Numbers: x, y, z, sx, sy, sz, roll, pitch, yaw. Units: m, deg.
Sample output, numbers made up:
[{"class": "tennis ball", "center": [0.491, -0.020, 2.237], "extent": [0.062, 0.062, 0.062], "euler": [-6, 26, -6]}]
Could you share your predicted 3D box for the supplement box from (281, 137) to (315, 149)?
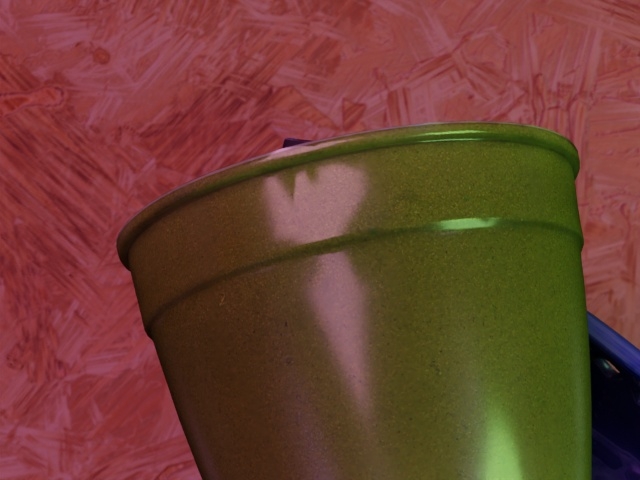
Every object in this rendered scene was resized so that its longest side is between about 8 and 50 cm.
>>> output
[{"class": "supplement box", "center": [0.000, 0.000, 1.831], "extent": [0.104, 0.081, 0.188], "euler": [7, 70, 24]}]

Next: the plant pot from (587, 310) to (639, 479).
[{"class": "plant pot", "center": [0.221, 0.217, 1.573], "extent": [0.236, 0.212, 0.236], "euler": [38, 84, 31]}]

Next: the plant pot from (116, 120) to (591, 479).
[{"class": "plant pot", "center": [0.053, 0.140, 1.373], "extent": [0.367, 0.366, 0.353], "euler": [-15, 74, 14]}]
